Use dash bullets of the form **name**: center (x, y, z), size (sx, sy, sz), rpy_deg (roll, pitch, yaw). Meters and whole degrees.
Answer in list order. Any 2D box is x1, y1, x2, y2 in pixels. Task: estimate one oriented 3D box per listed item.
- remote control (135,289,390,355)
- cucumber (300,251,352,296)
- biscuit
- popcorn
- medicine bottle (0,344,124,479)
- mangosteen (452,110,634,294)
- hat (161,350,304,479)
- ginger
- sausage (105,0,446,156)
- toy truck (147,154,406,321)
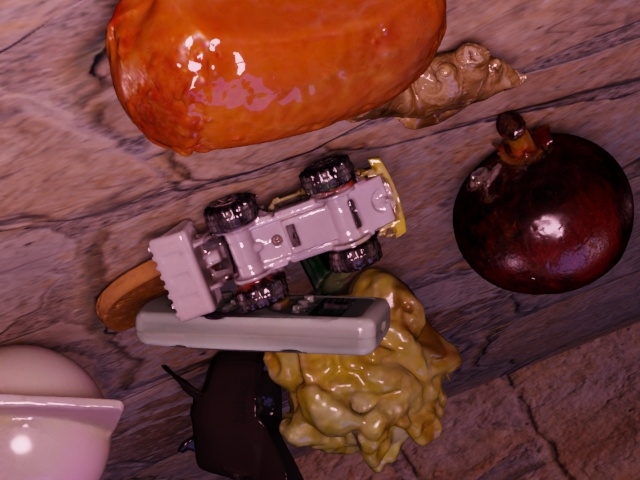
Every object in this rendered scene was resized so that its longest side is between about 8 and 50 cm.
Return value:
- **remote control**: center (-0.070, 0.095, 1.395), size (0.297, 0.056, 0.140), rpy_deg (2, -172, 13)
- **cucumber**: center (0.000, 0.000, 1.443), size (0.062, 0.115, 0.116), rpy_deg (-13, 152, -29)
- **biscuit**: center (-0.208, 0.058, 1.468), size (0.142, 0.028, 0.221), rpy_deg (-7, 157, -45)
- **popcorn**: center (0.062, 0.215, 1.811), size (0.312, 0.312, 0.312), rpy_deg (-21, 162, -7)
- **medicine bottle**: center (-0.391, 0.264, 1.494), size (0.236, 0.235, 0.406), rpy_deg (-15, 162, -24)
- **mangosteen**: center (0.279, -0.062, 1.506), size (0.236, 0.235, 0.261), rpy_deg (-24, 120, 0)
- **hat**: center (-0.148, 0.324, 1.876), size (0.209, 0.336, 0.238), rpy_deg (-13, 153, 3)
- **ginger**: center (0.105, -0.160, 1.193), size (0.133, 0.058, 0.214), rpy_deg (-28, 162, 39)
- **sausage**: center (-0.027, -0.156, 0.875), size (0.268, 0.153, 0.141), rpy_deg (-17, 161, -22)
- **toy truck**: center (-0.046, -0.007, 1.333), size (0.286, 0.136, 0.111), rpy_deg (-19, -167, 3)
